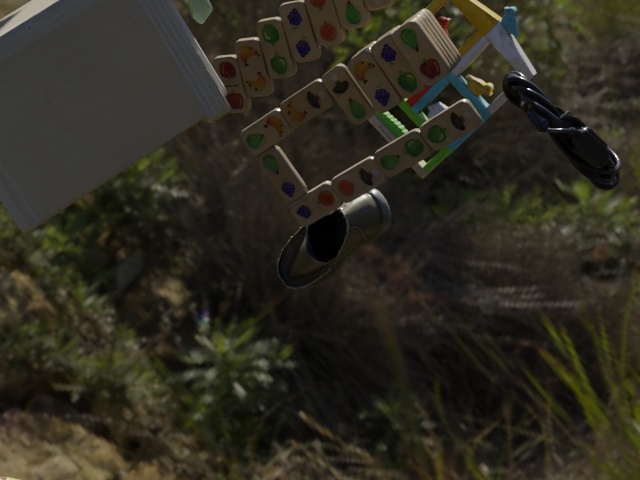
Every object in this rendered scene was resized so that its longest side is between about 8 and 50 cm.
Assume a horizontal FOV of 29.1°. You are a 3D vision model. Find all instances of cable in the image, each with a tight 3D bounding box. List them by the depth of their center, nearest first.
[{"bbox_3d":[0.273,-0.123,1.402,0.047,0.184,0.150,-51,48,11],"label":"cable"}]

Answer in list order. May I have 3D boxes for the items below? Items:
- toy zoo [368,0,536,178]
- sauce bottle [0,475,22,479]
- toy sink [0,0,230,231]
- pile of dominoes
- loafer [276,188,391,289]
[{"bbox_3d":[0.199,-0.261,1.928,0.293,0.192,0.030,-45,-4,27],"label":"toy zoo"},{"bbox_3d":[-0.338,0.274,1.326,0.042,0.128,0.042,-164,90,-80],"label":"sauce bottle"},{"bbox_3d":[-0.157,-0.126,0.906,0.234,0.131,0.153,-35,20,-11],"label":"toy sink"},{"bbox_3d":[0.010,-0.134,1.154,0.251,0.196,0.040,-30,10,35],"label":"pile of dominoes"},{"bbox_3d":[0.000,0.000,1.835,0.087,0.094,0.251,-13,-21,-41],"label":"loafer"}]
